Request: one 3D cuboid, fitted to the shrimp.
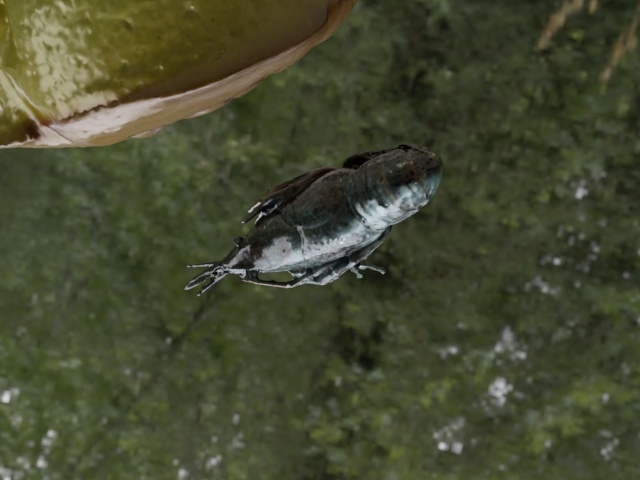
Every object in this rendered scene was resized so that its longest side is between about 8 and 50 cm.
[{"bbox_3d":[0.002,-0.001,1.711,0.372,0.172,0.137,-27,-168,33],"label":"shrimp"}]

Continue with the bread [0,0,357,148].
[{"bbox_3d":[-0.095,-0.148,0.845,0.270,0.148,0.270,-20,-162,7],"label":"bread"}]
